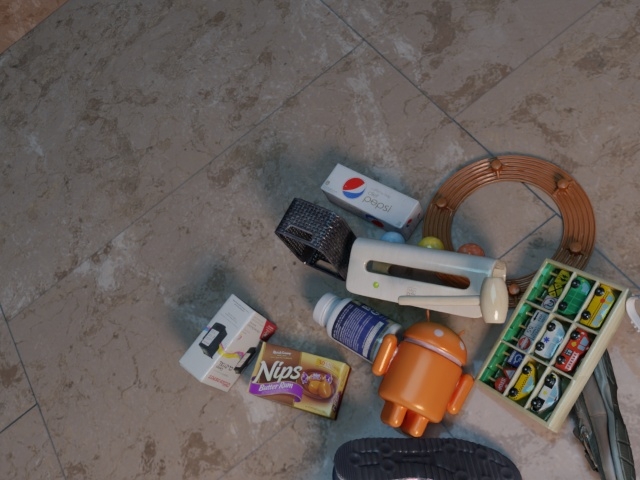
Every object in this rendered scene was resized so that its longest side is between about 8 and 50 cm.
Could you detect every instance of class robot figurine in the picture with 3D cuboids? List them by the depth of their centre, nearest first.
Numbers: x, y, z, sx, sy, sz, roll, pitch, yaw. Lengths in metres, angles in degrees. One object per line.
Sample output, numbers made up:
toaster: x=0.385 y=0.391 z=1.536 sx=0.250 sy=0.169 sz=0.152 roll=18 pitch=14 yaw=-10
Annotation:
robot figurine: x=0.184 y=0.241 z=1.152 sx=0.158 sy=0.128 sz=0.219 roll=18 pitch=74 yaw=32

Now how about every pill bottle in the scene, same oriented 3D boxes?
pill bottle: x=0.071 y=0.169 z=1.247 sx=0.169 sy=0.094 sz=0.094 roll=28 pitch=78 yaw=28

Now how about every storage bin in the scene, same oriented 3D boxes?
storage bin: x=0.000 y=0.000 z=1.303 sx=0.122 sy=0.180 sz=0.084 roll=22 pitch=76 yaw=27

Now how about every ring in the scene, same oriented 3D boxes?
ring: x=0.368 y=-0.029 z=1.267 sx=0.336 sy=0.032 sz=0.336 roll=-8 pitch=64 yaw=16

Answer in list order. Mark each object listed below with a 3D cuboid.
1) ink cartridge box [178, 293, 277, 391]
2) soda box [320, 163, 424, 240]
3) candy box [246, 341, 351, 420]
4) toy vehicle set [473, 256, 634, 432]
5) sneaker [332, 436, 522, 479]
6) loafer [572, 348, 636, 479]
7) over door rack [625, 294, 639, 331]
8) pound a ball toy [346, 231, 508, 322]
ink cartridge box: x=-0.187 y=0.213 z=1.304 sx=0.072 sy=0.127 sz=0.175 roll=34 pitch=82 yaw=27
soda box: x=0.110 y=-0.084 z=1.367 sx=0.216 sy=0.069 sz=0.074 roll=29 pitch=79 yaw=28
candy box: x=-0.043 y=0.277 z=1.264 sx=0.187 sy=0.053 sz=0.109 roll=11 pitch=71 yaw=23
toy vehicle set: x=0.401 y=0.174 z=1.105 sx=0.166 sy=0.035 sz=0.267 roll=26 pitch=84 yaw=51
sneaker: x=0.179 y=0.417 z=1.100 sx=0.319 sy=0.131 sz=0.112 roll=6 pitch=39 yaw=3
loafer: x=0.457 y=0.298 z=1.059 sx=0.084 sy=0.096 sz=0.267 roll=-20 pitch=52 yaw=33
over door rack: x=0.657 y=0.195 z=0.963 sx=0.239 sy=0.108 sz=0.324 roll=-11 pitch=60 yaw=-12
pound a ball toy: x=0.204 y=0.058 z=1.160 sx=0.319 sy=0.208 sz=0.135 roll=9 pitch=88 yaw=28
